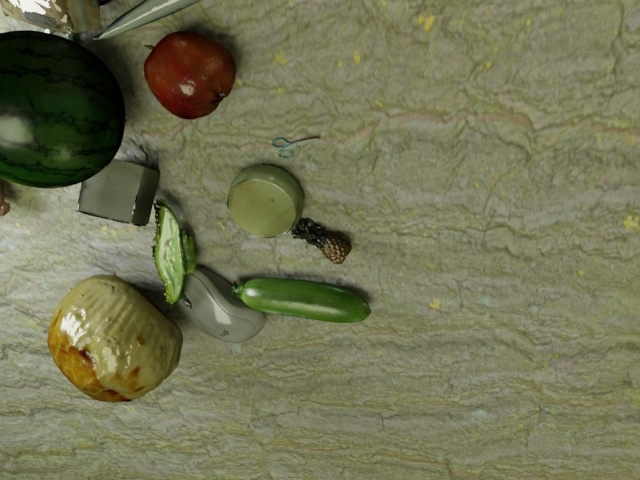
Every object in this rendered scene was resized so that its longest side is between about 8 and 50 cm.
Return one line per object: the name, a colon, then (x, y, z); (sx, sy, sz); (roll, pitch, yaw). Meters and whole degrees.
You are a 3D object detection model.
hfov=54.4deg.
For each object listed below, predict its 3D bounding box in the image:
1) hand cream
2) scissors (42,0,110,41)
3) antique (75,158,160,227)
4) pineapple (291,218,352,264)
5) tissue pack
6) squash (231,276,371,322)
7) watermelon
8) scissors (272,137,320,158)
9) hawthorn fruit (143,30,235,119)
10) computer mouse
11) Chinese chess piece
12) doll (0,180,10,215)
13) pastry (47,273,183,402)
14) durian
hand cream: (-0.294, -0.477, 1.222); (0.341, 0.124, 0.077); (-15, 123, 20)
scissors: (-0.538, -0.493, 1.333); (0.144, 0.017, 0.247); (34, 132, -13)
antique: (-0.494, -0.119, 1.540); (0.147, 0.148, 0.151); (14, 91, 3)
pineapple: (0.000, 0.000, 1.586); (0.159, 0.074, 0.074); (30, 132, 0)
tissue pack: (-0.541, -0.539, 1.191); (0.215, 0.123, 0.256); (23, 129, 21)
squash: (-0.058, 0.161, 1.712); (0.395, 0.107, 0.107); (8, 132, 11)
watermelon: (-0.591, -0.272, 1.318); (0.364, 0.363, 0.363); (8, 132, 9)
scissors: (-0.054, -0.222, 1.438); (0.119, 0.014, 0.058); (-12, 127, 28)
hawthorn fruit: (-0.282, -0.354, 1.292); (0.200, 0.179, 0.179); (40, 132, 7)
computer mouse: (-0.306, 0.205, 1.811); (0.297, 0.121, 0.184); (35, 131, -17)
Chinese chess piece: (-0.134, -0.096, 1.529); (0.189, 0.083, 0.188); (9, 130, 11)
doll: (-1.009, -0.128, 1.691); (0.304, 0.156, 0.201); (-3, 131, 23)
pastry: (-0.599, 0.290, 1.793); (0.389, 0.312, 0.388); (34, 164, 11)
durian: (-0.405, 0.043, 1.696); (0.132, 0.106, 0.375); (4, 123, 5)
